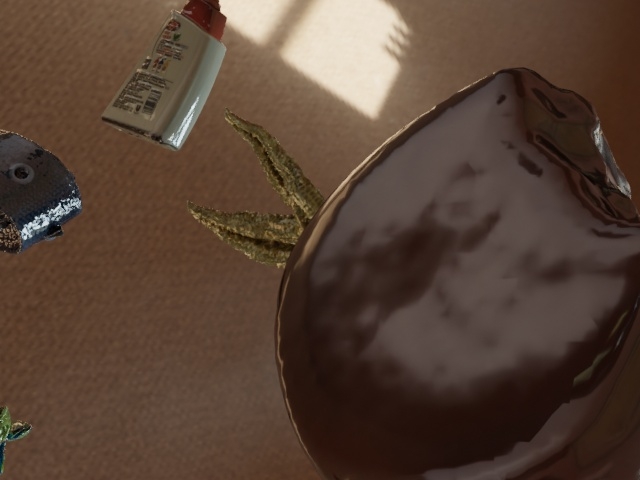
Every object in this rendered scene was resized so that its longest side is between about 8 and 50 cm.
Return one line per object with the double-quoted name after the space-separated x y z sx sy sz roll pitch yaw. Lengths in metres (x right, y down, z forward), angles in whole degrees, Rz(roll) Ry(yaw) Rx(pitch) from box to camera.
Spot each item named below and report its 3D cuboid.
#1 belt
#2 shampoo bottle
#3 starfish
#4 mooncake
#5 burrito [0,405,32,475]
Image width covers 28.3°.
-0.357 -0.066 1.436 0.128 0.218 0.122 -38 126 -30 "belt"
-0.200 -0.274 1.840 0.071 0.153 0.284 32 84 -48 "shampoo bottle"
0.001 -0.003 1.443 0.078 0.347 0.357 -25 94 -40 "starfish"
0.126 0.053 0.825 0.174 0.326 0.333 42 69 -35 "mooncake"
-0.445 0.280 1.719 0.104 0.288 0.054 -35 77 -29 "burrito"
